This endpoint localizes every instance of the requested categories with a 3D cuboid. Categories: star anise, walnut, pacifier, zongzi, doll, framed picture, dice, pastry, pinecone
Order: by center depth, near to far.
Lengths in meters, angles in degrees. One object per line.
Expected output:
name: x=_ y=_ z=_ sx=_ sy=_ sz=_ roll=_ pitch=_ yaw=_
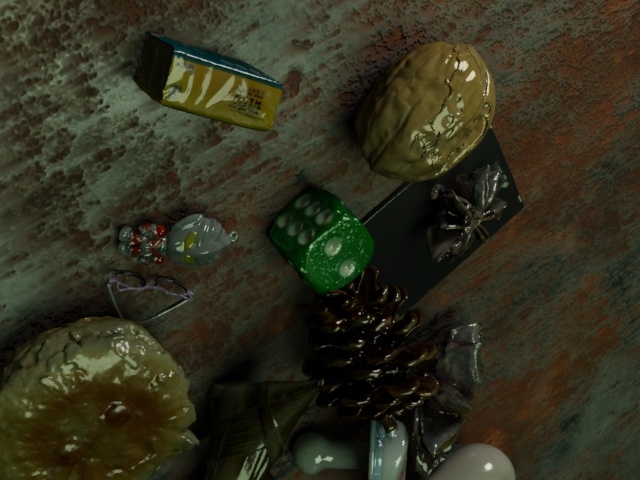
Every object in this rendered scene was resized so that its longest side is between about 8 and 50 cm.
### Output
doll: x=-0.211 y=0.002 z=1.140 sx=0.180 sy=0.079 sz=0.094 roll=-2 pitch=118 yaw=-18
pastry: x=-0.344 y=0.247 z=1.142 sx=0.329 sy=0.136 sz=0.330 roll=-13 pitch=125 yaw=-20
walnut: x=0.163 y=-0.201 z=1.185 sx=0.198 sy=0.198 sz=0.245 roll=30 pitch=100 yaw=-40
dice: x=0.000 y=0.000 z=1.232 sx=0.131 sy=0.128 sz=0.120 roll=-42 pitch=128 yaw=-3
zongzi: x=-0.090 y=0.341 z=1.258 sx=0.112 sy=0.242 sz=0.221 roll=25 pitch=63 yaw=-45
pinecone: x=0.080 y=0.187 z=1.332 sx=0.244 sy=0.244 sz=0.309 roll=-18 pitch=107 yaw=-23
star anise: x=0.251 y=-0.053 z=1.368 sx=0.209 sy=0.089 sz=0.231 roll=-45 pitch=138 yaw=-18
framed picture: x=0.226 y=-0.038 z=1.430 sx=0.338 sy=0.014 sz=0.255 roll=-41 pitch=131 yaw=-5
pacifier: x=0.057 y=0.409 z=1.491 sx=0.225 sy=0.238 sz=0.287 roll=2 pitch=130 yaw=1
star anise: x=0.244 y=0.309 z=1.508 sx=0.117 sy=0.332 sz=0.332 roll=23 pitch=107 yaw=7

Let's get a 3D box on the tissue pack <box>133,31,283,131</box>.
tissue pack: x=-0.151 y=-0.209 z=1.023 sx=0.169 sy=0.120 sz=0.082 roll=10 pitch=108 yaw=-37

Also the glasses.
glasses: x=-0.275 y=0.108 z=1.163 sx=0.139 sy=0.062 sz=0.104 roll=14 pitch=109 yaw=-36

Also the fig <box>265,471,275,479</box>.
fig: x=-0.146 y=0.455 z=1.394 sx=0.216 sy=0.217 sz=0.321 roll=8 pitch=84 yaw=-35

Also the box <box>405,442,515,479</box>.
box: x=0.256 y=0.545 z=1.608 sx=0.288 sy=0.141 sz=0.349 roll=-33 pitch=169 yaw=-11
